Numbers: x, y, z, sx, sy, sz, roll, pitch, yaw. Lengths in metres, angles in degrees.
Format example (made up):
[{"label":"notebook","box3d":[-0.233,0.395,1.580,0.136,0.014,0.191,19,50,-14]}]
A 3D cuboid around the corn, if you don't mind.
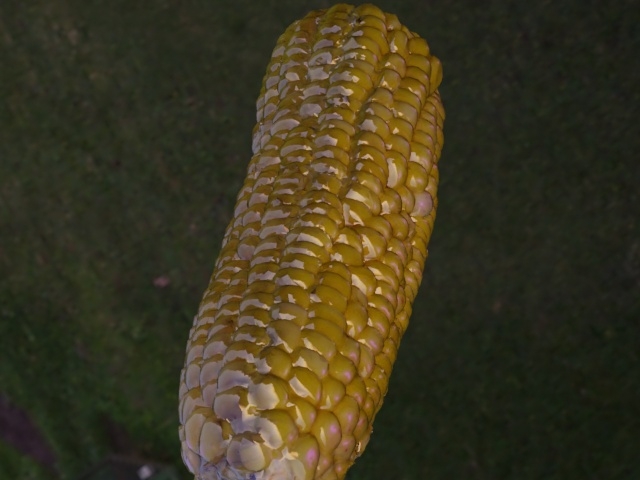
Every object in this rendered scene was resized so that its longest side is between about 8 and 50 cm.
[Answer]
[{"label":"corn","box3d":[0.000,0.000,0.666,0.101,0.291,0.101,7,133,8]}]
